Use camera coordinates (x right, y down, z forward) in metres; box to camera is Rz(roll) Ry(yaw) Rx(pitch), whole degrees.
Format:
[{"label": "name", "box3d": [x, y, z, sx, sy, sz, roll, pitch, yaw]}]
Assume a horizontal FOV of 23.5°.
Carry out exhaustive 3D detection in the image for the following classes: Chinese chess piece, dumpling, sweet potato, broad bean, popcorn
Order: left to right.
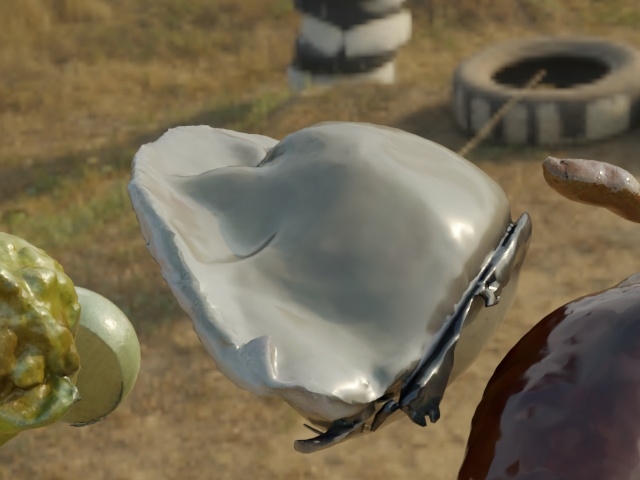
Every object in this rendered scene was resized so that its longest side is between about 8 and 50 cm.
[{"label": "popcorn", "box3d": [-0.239, 0.077, 1.047, 0.142, 0.173, 0.173, 25, 14, -20]}, {"label": "Chinese chess piece", "box3d": [-0.323, 0.145, 1.972, 0.188, 0.188, 0.083, 2, 33, 12]}, {"label": "dumpling", "box3d": [0.016, -0.003, 0.851, 0.163, 0.204, 0.293, -27, 3, 26]}, {"label": "sweet potato", "box3d": [0.326, -0.051, 1.693, 0.195, 0.056, 0.056, 23, 15, -19]}, {"label": "broad bean", "box3d": [0.161, 0.091, 0.736, 0.228, 0.122, 0.156, -38, 35, -15]}]
